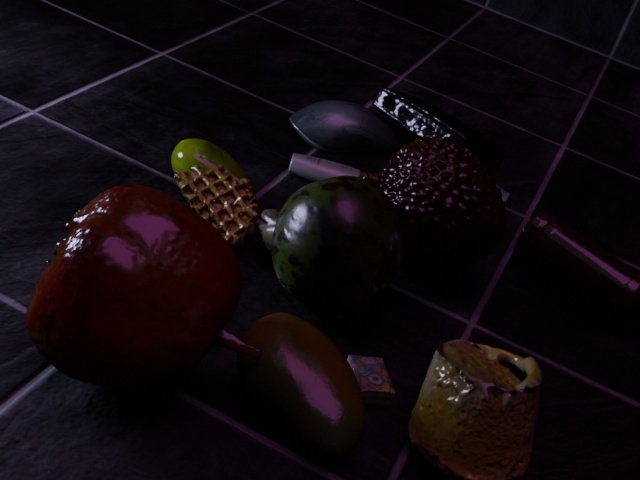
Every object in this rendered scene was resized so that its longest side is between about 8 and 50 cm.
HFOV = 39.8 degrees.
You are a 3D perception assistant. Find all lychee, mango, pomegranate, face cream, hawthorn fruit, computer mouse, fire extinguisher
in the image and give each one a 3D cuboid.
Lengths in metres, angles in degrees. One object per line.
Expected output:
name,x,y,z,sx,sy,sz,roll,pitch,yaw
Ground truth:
lychee,0.209,-0.063,1.678,0.304,0.275,0.275,26,30,-16
mango,-0.021,0.207,1.301,0.156,0.114,0.251,-8,39,-46
pomegranate,0.011,-0.014,1.541,0.242,0.242,0.306,-2,32,-29
face cream,0.023,-0.144,1.911,0.182,0.051,0.072,17,28,-3
mango,-0.221,-0.140,1.764,0.163,0.089,0.117,32,27,0
hawthorn fruit,-0.230,0.089,1.247,0.330,0.287,0.287,28,32,-4
computer mouse,0.107,-0.277,2.126,0.379,0.090,0.167,2,37,-26
fire extinguisher,0.562,0.075,1.789,0.337,0.114,0.135,41,25,32

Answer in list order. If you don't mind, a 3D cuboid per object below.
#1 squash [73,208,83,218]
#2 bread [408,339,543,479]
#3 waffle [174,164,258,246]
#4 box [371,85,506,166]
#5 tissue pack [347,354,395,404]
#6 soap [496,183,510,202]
squash,-0.351,0.018,1.469,0.077,0.068,0.219,11,29,-41
bread,0.233,0.251,1.311,0.197,0.170,0.197,9,22,-3
waffle,-0.196,-0.063,1.644,0.161,0.046,0.192,1,56,-4
box,0.292,-0.277,2.169,0.290,0.073,0.289,37,17,27
tissue pack,0.077,0.221,1.402,0.063,0.035,0.083,7,32,-16
soap,0.289,-0.103,1.946,0.230,0.091,0.145,26,33,11
